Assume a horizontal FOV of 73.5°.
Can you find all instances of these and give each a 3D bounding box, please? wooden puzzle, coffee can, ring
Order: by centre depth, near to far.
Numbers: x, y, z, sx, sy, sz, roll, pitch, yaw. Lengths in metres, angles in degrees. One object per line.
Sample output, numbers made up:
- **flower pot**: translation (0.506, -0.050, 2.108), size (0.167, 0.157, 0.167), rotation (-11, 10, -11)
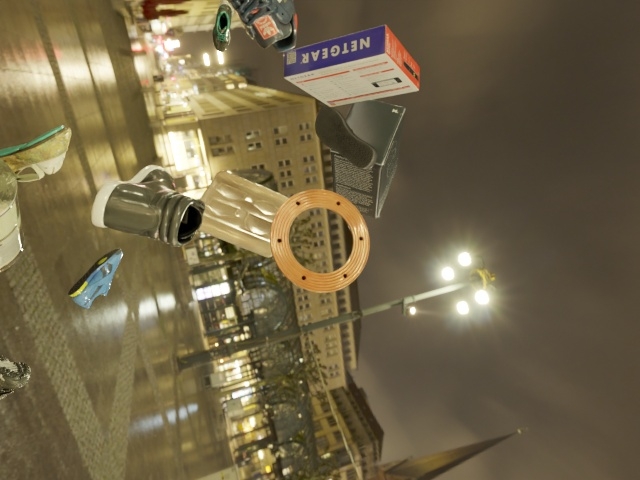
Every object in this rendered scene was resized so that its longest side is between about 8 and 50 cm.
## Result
- **coffee can**: translation (-0.822, -0.056, 1.004), size (0.275, 0.201, 0.202), rotation (-44, -122, 49)
- **ring**: translation (0.000, 0.000, 1.381), size (0.032, 0.336, 0.337), rotation (146, -69, -68)
- **wooden puzzle**: translation (-0.291, -0.095, 1.605), size (0.348, 0.321, 0.081), rotation (-78, -167, -51)

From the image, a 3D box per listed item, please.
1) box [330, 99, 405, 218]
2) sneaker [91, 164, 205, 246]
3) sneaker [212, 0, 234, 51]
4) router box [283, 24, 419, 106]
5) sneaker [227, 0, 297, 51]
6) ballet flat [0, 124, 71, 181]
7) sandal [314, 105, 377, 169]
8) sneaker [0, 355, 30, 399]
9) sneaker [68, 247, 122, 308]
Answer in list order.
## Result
- **box**: translation (0.194, -0.332, 1.782), size (0.396, 0.211, 0.294), rotation (82, 29, -62)
- **sneaker**: translation (-0.278, -0.060, 0.780), size (0.296, 0.146, 0.105), rotation (-102, -148, -75)
- **sneaker**: translation (-0.331, -0.705, 1.430), size (0.167, 0.064, 0.076), rotation (111, -16, -44)
- **router box**: translation (0.105, -0.527, 1.340), size (0.301, 0.335, 0.082), rotation (4, 87, -61)
- **sneaker**: translation (-0.129, -0.479, 0.855), size (0.350, 0.131, 0.148), rotation (-20, 95, -68)
- **ballet flat**: translation (-0.824, -0.235, 1.237), size (0.123, 0.348, 0.123), rotation (-11, 90, -69)
- **sandal**: translation (0.072, -0.299, 1.279), size (0.097, 0.054, 0.255), rotation (-48, -113, 23)
- **sneaker**: translation (-0.835, 0.374, 1.131), size (0.234, 0.078, 0.106), rotation (1, -91, 34)
- **sneaker**: translation (-0.680, 0.117, 1.332), size (0.069, 0.209, 0.082), rotation (-8, -50, 37)
